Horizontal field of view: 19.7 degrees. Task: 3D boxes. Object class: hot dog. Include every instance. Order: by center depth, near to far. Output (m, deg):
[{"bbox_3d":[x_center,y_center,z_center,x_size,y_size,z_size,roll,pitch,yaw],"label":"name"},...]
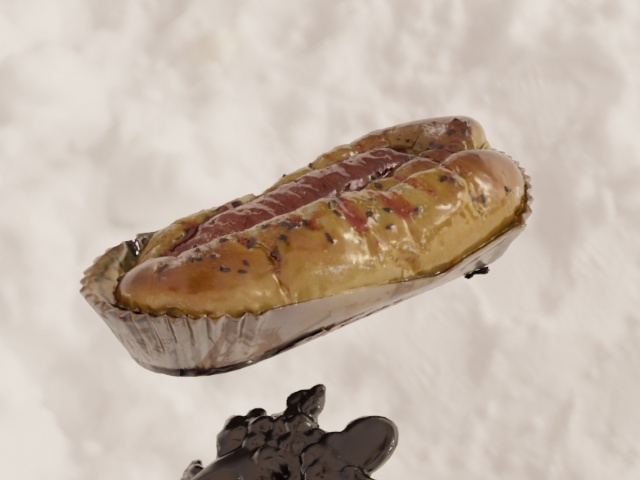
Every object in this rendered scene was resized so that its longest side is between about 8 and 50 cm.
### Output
[{"bbox_3d":[0.000,0.000,0.922,0.252,0.069,0.131,-22,25,-31],"label":"hot dog"}]

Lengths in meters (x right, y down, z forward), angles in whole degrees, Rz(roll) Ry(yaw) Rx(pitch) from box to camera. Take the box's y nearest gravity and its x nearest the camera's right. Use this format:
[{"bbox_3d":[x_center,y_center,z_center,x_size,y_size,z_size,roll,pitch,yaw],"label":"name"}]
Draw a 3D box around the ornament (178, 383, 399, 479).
[{"bbox_3d":[-0.039,0.191,0.748,0.260,0.106,0.251,-41,34,-4],"label":"ornament"}]
